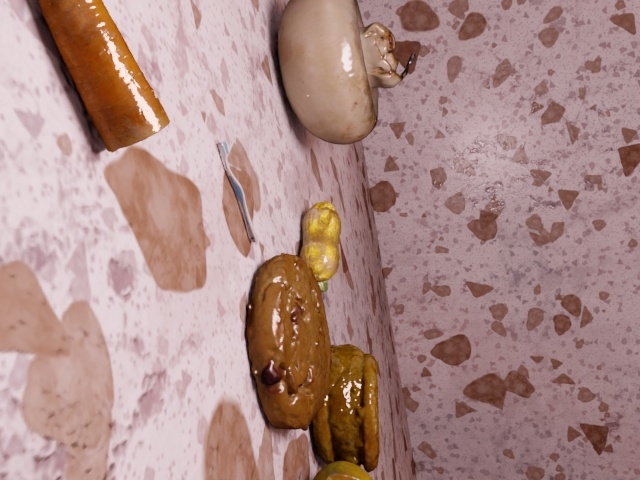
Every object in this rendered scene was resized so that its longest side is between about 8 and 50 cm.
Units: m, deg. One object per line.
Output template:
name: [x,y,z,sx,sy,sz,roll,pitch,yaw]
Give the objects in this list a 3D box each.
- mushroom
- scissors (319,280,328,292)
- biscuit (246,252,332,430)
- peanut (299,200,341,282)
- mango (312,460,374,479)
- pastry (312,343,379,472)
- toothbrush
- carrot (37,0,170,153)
mushroom: [0.063,-0.400,1.193,0.362,0.294,0.362,-8,90,-77]
scissors: [0.007,0.044,1.275,0.187,0.020,0.133,-33,109,-76]
biscuit: [-0.036,0.155,0.851,0.296,0.075,0.296,-9,90,-78]
peanut: [0.000,0.000,1.120,0.087,0.087,0.207,70,18,-45]
mango: [0.052,0.456,0.824,0.167,0.130,0.262,63,-1,-20]
pastry: [0.050,0.327,1.056,0.235,0.132,0.240,71,20,-76]
toothbrush: [-0.119,-0.066,0.768,0.017,0.014,0.162,-50,133,-50]
carrot: [-0.190,-0.176,0.418,0.061,0.061,0.210,-79,153,-59]
